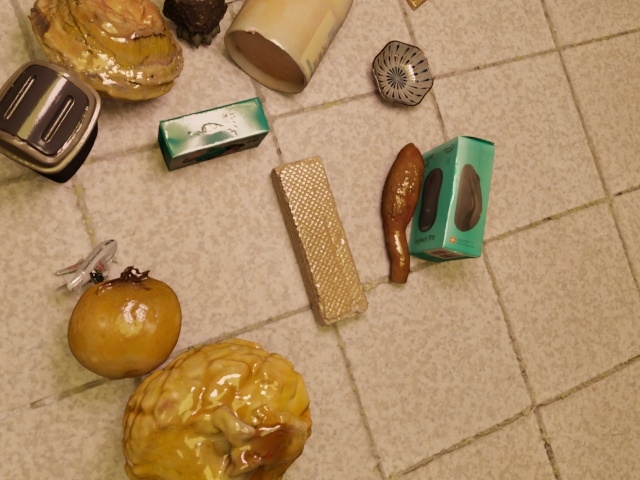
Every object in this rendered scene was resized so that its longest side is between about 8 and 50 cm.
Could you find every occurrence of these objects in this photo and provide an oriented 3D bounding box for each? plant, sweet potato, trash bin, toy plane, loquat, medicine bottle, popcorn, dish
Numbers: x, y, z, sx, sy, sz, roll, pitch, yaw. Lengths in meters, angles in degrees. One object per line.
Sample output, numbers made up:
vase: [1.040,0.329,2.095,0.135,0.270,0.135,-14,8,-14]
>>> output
plant: [-0.304,-0.567,1.372,0.132,0.194,0.129,36,72,1]
sweet potato: [0.213,-0.079,1.528,0.109,0.109,0.386,10,86,-16]
trash bin: [-0.571,-0.240,1.194,0.182,0.290,0.210,28,77,-13]
toy plane: [-0.515,0.059,1.281,0.171,0.162,0.066,-51,132,-48]
loquat: [-0.417,0.175,1.227,0.243,0.244,0.244,2,83,-17]
medicine bottle: [-0.047,-0.604,1.431,0.235,0.235,0.406,31,77,-12]
popcorn: [-0.215,0.397,1.230,0.389,0.344,0.354,9,38,6]
dish: [0.219,-0.457,1.589,0.190,0.066,0.191,2,85,-18]

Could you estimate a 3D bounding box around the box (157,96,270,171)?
box: [-0.259,-0.254,1.367,0.244,0.153,0.092,-19,90,-17]

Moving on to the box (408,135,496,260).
box: [0.345,-0.105,1.517,0.118,0.205,0.312,14,81,-18]

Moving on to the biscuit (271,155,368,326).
biscuit: [0.000,0.000,1.460,0.144,0.078,0.426,-16,90,-19]

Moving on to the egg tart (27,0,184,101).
egg tart: [-0.462,-0.472,1.274,0.351,0.150,0.352,20,48,-23]

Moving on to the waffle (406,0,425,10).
waffle: [0.295,-0.748,1.670,0.135,0.021,0.092,-40,95,-17]

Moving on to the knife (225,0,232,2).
knife: [-0.269,-0.631,1.475,0.162,0.023,0.044,-18,87,-18]
